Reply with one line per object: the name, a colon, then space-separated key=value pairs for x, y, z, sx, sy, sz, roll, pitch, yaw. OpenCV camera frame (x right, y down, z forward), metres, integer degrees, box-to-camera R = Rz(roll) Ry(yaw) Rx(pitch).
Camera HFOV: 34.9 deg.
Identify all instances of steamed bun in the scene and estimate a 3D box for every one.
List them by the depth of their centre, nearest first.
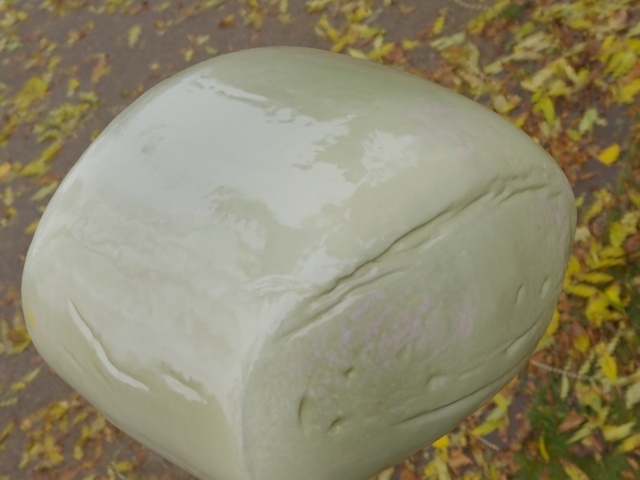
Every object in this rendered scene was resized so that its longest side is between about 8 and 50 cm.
steamed bun: x=0.000 y=0.000 z=0.488 sx=0.200 sy=0.154 sz=0.250 roll=25 pitch=46 yaw=38
